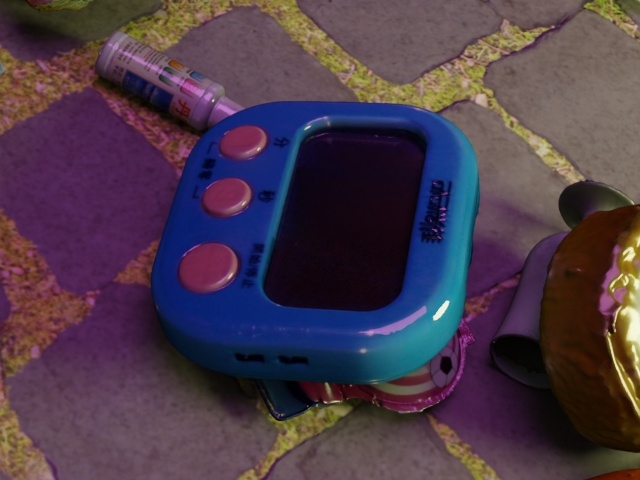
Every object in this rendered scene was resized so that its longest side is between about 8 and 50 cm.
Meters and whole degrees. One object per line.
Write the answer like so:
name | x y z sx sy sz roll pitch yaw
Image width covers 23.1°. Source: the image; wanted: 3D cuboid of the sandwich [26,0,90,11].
sandwich | -0.284 -0.410 1.768 0.325 0.262 0.131 42 13 15

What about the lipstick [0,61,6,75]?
lipstick | -0.481 -0.290 1.616 0.371 0.080 0.076 52 38 -16

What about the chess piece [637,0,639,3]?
chess piece | 0.362 -0.458 2.081 0.176 0.175 0.298 -21 50 -29

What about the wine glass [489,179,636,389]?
wine glass | 0.265 0.049 1.689 0.103 0.103 0.231 28 55 5

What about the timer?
timer | 0.000 0.000 1.589 0.309 0.115 0.340 2 47 12

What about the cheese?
cheese | 0.047 0.116 1.600 0.244 0.062 0.155 -16 62 -24

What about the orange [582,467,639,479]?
orange | 0.297 0.320 1.410 0.240 0.240 0.240 8 53 -11

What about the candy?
candy | 0.329 0.091 1.592 0.260 0.118 0.259 8 78 -41

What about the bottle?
bottle | -0.146 -0.161 1.750 0.217 0.060 0.060 28 52 7
